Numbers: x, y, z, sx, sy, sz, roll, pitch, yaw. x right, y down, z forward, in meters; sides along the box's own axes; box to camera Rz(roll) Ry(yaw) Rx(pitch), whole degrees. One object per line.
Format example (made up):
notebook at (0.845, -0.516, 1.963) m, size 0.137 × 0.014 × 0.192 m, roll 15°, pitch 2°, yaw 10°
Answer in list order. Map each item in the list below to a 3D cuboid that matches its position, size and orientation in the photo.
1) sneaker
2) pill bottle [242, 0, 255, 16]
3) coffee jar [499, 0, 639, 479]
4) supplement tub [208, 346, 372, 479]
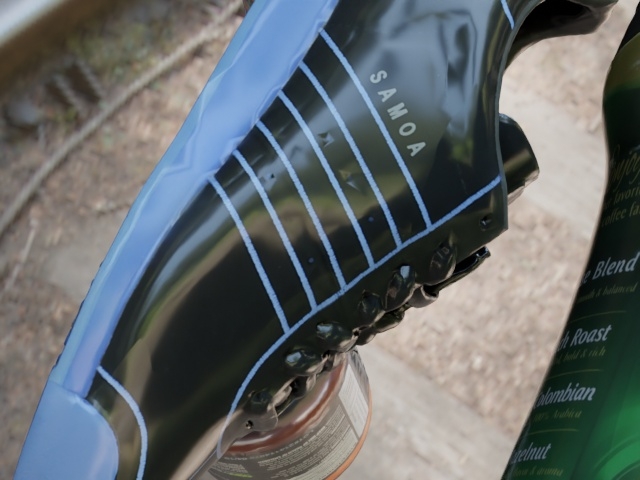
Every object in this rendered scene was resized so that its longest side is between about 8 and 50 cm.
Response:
sneaker at (0.000, 0.000, 0.475) m, size 0.090 × 0.081 × 0.232 m, roll 28°, pitch 80°, yaw 4°
pill bottle at (0.011, -0.135, 0.954) m, size 0.108 × 0.193 × 0.108 m, roll -1°, pitch 74°, yaw 3°
coffee jar at (0.095, 0.023, 0.372) m, size 0.096 × 0.079 × 0.184 m, roll 19°, pitch 75°, yaw -6°
supplement tub at (-0.029, 0.076, 0.895) m, size 0.106 × 0.198 × 0.106 m, roll -2°, pitch 72°, yaw 6°
